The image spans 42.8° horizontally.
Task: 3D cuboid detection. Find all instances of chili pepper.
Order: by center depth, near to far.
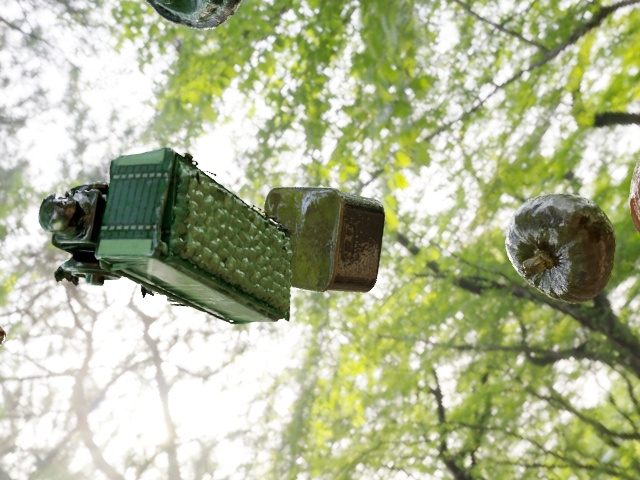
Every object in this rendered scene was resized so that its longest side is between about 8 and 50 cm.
[{"bbox_3d":[-0.133,-0.303,0.883,0.065,0.122,0.279,-69,15,-16],"label":"chili pepper"}]

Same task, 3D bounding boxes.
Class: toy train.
[{"bbox_3d":[-0.138,0.003,0.774,0.269,0.154,0.115,38,-131,-58],"label":"toy train"}]

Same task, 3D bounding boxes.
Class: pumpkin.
[{"bbox_3d":[0.438,0.013,1.519,0.162,0.219,0.219,-32,-29,-27],"label":"pumpkin"}]

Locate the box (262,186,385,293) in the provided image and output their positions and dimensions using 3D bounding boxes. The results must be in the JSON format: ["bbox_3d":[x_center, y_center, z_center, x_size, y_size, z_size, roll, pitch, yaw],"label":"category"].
[{"bbox_3d":[0.000,0.000,1.168,0.090,0.201,0.145,8,-92,-35],"label":"box"}]

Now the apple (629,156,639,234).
[{"bbox_3d":[0.610,-0.086,1.268,0.272,0.251,0.206,-50,-53,4],"label":"apple"}]

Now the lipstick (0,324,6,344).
[{"bbox_3d":[-0.672,0.107,1.505,0.080,0.241,0.080,-38,-16,-13],"label":"lipstick"}]
